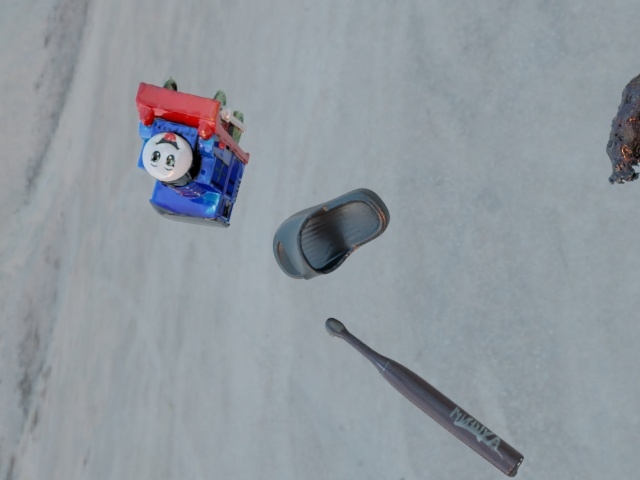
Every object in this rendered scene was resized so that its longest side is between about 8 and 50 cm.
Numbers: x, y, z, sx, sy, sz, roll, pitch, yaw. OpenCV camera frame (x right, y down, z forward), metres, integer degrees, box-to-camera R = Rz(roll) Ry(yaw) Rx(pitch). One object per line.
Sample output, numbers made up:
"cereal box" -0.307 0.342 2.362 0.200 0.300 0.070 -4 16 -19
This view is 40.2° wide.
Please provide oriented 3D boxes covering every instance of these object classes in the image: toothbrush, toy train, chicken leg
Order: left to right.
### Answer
"toy train" -0.131 -0.086 0.900 0.204 0.083 0.131 49 -123 -83
"toothbrush" 0.146 0.227 1.308 0.364 0.041 0.041 36 128 21
"chicken leg" 0.546 -0.205 1.489 0.063 0.105 0.234 28 109 53

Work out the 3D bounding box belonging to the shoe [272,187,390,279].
"shoe" 0.000 0.000 1.418 0.241 0.108 0.093 -29 13 36
